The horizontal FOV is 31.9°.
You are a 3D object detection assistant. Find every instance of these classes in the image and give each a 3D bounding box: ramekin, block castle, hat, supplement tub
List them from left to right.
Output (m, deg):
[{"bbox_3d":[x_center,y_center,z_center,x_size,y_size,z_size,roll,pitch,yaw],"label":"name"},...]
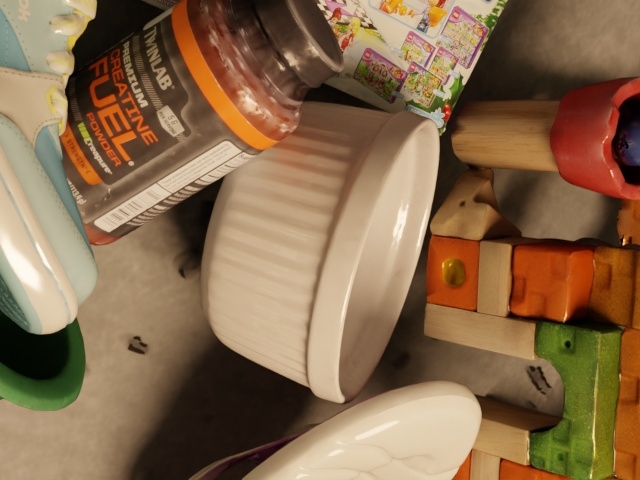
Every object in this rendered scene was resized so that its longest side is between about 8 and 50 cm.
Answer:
[{"bbox_3d":[-0.265,0.077,0.693,0.183,0.173,0.208,-31,98,11],"label":"hat"},{"bbox_3d":[-0.085,-0.085,0.690,0.198,0.106,0.106,-30,131,17],"label":"supplement tub"},{"bbox_3d":[0.000,0.000,0.783,0.207,0.109,0.207,18,90,-75],"label":"ramekin"},{"bbox_3d":[0.259,0.101,0.886,0.303,0.213,0.453,-3,98,-41],"label":"block castle"}]

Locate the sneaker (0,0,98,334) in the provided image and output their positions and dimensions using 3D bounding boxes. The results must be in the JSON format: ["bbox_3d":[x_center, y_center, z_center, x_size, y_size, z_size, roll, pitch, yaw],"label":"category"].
[{"bbox_3d":[-0.145,-0.126,0.605,0.208,0.127,0.319,-26,95,-26],"label":"sneaker"}]

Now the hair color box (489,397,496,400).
[{"bbox_3d":[0.157,0.343,1.106,0.174,0.105,0.347,27,95,-39],"label":"hair color box"}]

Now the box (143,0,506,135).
[{"bbox_3d":[0.015,-0.213,0.770,0.293,0.057,0.201,19,102,-38],"label":"box"}]

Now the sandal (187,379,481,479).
[{"bbox_3d":[-0.058,0.214,0.861,0.169,0.102,0.416,18,126,-46],"label":"sandal"}]
